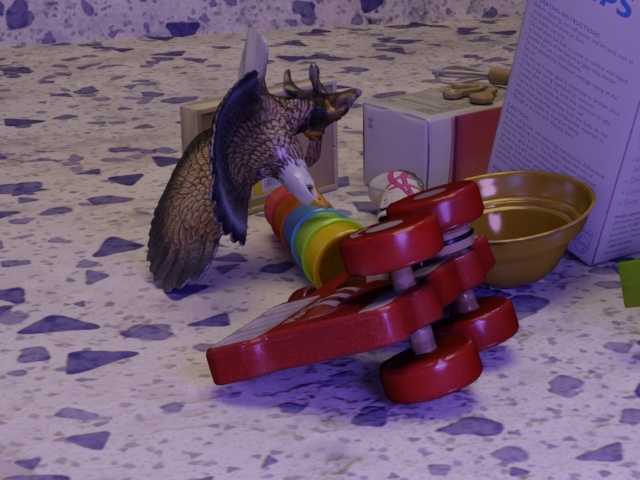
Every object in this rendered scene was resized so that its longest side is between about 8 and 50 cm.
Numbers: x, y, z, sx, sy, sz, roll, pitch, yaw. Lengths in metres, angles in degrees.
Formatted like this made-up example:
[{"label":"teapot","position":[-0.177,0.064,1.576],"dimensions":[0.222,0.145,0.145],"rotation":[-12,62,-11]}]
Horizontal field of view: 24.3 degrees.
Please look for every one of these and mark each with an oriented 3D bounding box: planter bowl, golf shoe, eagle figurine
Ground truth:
[{"label":"planter bowl","position":[0.224,-0.003,1.780],"dimensions":[0.217,0.090,0.217],"rotation":[-8,23,3]},{"label":"golf shoe","position":[0.105,-0.049,1.984],"dimensions":[0.086,0.067,0.186],"rotation":[-11,21,-25]},{"label":"eagle figurine","position":[-0.085,-0.098,1.769],"dimensions":[0.298,0.226,0.225],"rotation":[-34,39,-32]}]

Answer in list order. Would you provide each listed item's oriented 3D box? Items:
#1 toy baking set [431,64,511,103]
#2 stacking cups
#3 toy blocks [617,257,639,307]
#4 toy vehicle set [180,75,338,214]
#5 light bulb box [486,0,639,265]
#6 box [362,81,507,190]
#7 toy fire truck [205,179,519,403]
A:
[{"label":"toy baking set","position":[0.272,-0.244,2.227],"dimensions":[0.196,0.030,0.256],"rotation":[-2,18,-3]},{"label":"stacking cups","position":[0.000,0.000,1.831],"dimensions":[0.096,0.096,0.316],"rotation":[-5,14,-13]},{"label":"toy blocks","position":[0.534,0.027,1.548],"dimensions":[0.381,0.191,0.261],"rotation":[-9,5,26]},{"label":"toy vehicle set","position":[-0.080,-0.127,2.077],"dimensions":[0.035,0.166,0.267],"rotation":[16,24,43]},{"label":"light bulb box","position":[0.438,-0.202,1.900],"dimensions":[0.358,0.361,0.225],"rotation":[-13,38,-35]},{"label":"box","position":[0.194,-0.150,2.195],"dimensions":[0.232,0.127,0.148],"rotation":[-15,23,-36]},{"label":"toy fire truck","position":[0.048,0.062,1.528],"dimensions":[0.254,0.169,0.302],"rotation":[-13,10,27]}]
